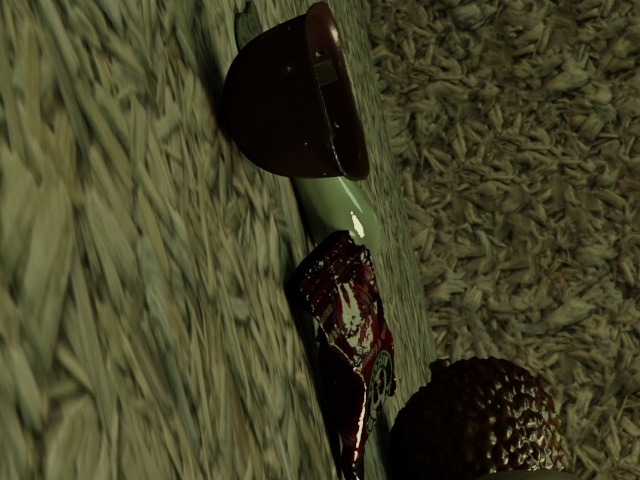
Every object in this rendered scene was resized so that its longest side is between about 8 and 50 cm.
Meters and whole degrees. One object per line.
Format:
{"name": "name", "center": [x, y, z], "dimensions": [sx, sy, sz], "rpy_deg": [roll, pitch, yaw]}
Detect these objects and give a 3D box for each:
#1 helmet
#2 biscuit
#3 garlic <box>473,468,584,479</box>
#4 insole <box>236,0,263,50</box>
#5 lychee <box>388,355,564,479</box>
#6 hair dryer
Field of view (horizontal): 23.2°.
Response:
{"name": "helmet", "center": [-0.029, -0.110, 1.298], "dimensions": [0.175, 0.106, 0.155], "rpy_deg": [-78, 152, -71]}
{"name": "biscuit", "center": [0.030, 0.113, 1.528], "dimensions": [0.151, 0.063, 0.235], "rpy_deg": [-53, 139, -55]}
{"name": "garlic", "center": [0.221, 0.402, 1.772], "dimensions": [0.317, 0.259, 0.317], "rpy_deg": [-13, 90, -87]}
{"name": "insole", "center": [-0.070, -0.206, 1.576], "dimensions": [0.193, 0.006, 0.065], "rpy_deg": [-86, 161, -71]}
{"name": "lychee", "center": [0.205, 0.277, 2.013], "dimensions": [0.236, 0.236, 0.271], "rpy_deg": [60, 13, -69]}
{"name": "hair dryer", "center": [0.000, 0.000, 1.624], "dimensions": [0.237, 0.075, 0.206], "rpy_deg": [-86, 157, -43]}
